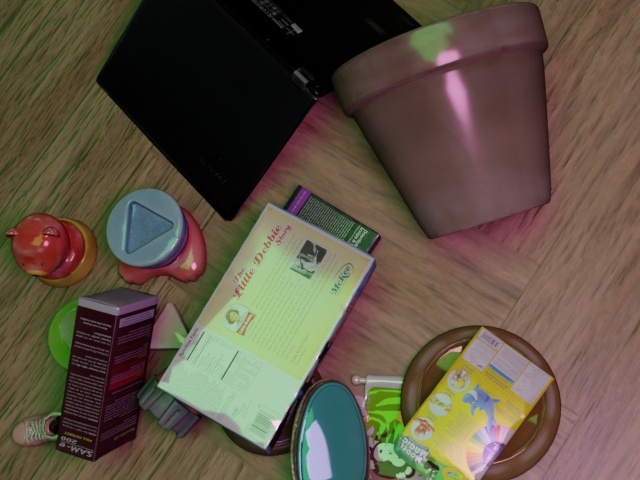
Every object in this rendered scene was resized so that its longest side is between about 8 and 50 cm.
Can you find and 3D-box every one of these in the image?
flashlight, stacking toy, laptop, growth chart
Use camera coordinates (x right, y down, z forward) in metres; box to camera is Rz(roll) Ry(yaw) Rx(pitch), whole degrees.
[{"bbox_3d":[-0.149,0.161,1.526,0.103,0.103,0.304,40,87,16],"label":"flashlight"},{"bbox_3d":[-0.346,0.061,1.579,0.309,0.130,0.279,-12,72,9],"label":"stacking toy"},{"bbox_3d":[-0.108,-0.317,1.694,0.408,0.236,0.382,-33,69,-29],"label":"laptop"},{"bbox_3d":[0.123,0.312,1.470,0.172,0.021,0.237,-7,72,9],"label":"growth chart"}]

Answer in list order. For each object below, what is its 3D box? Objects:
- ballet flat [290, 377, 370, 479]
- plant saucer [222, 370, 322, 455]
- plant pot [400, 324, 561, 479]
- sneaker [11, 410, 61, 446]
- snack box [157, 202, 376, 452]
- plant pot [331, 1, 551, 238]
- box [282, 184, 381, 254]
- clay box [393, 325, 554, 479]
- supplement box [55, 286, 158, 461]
[{"bbox_3d":[0.016,0.380,1.427,0.123,0.123,0.348,-11,73,8],"label":"ballet flat"},{"bbox_3d":[-0.072,0.245,1.486,0.169,0.029,0.168,0,92,-11],"label":"plant saucer"},{"bbox_3d":[0.235,0.236,1.448,0.236,0.032,0.236,-2,71,5],"label":"plant pot"},{"bbox_3d":[-0.439,0.297,1.565,0.134,0.070,0.051,-9,75,10],"label":"sneaker"},{"bbox_3d":[-0.075,0.124,1.449,0.187,0.060,0.322,28,78,12],"label":"snack box"},{"bbox_3d":[0.207,-0.160,1.459,0.323,0.323,0.280,-17,90,7],"label":"plant pot"},{"bbox_3d":[0.000,0.000,1.578,0.162,0.029,0.116,32,84,19],"label":"box"},{"bbox_3d":[0.215,0.249,1.400,0.127,0.053,0.222,37,80,15],"label":"clay box"},{"bbox_3d":[-0.323,0.199,1.498,0.073,0.130,0.239,12,97,17],"label":"supplement box"}]
